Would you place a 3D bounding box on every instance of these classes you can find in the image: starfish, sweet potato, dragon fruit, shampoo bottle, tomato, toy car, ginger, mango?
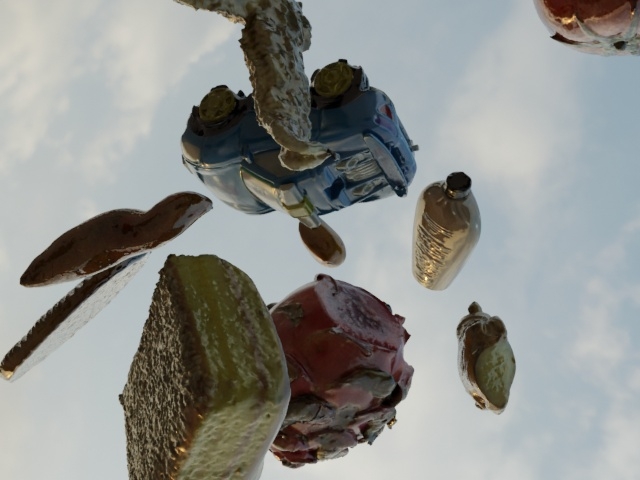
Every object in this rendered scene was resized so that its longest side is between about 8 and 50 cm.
[{"bbox_3d":[-0.111,-0.259,1.070,0.082,0.324,0.432,-43,-159,27],"label":"starfish"},{"bbox_3d":[-0.202,-0.004,1.010,0.202,0.055,0.058,-23,-103,-1],"label":"sweet potato"},{"bbox_3d":[-0.010,0.206,1.569,0.291,0.250,0.269,-59,-155,28],"label":"dragon fruit"},{"bbox_3d":[0.208,-0.019,1.721,0.078,0.257,0.127,-33,-117,-26],"label":"shampoo bottle"},{"bbox_3d":[0.447,-0.400,1.524,0.264,0.265,0.265,-15,-114,37],"label":"tomato"},{"bbox_3d":[-0.033,-0.102,1.316,0.314,0.198,0.166,-9,-123,18],"label":"toy car"},{"bbox_3d":[0.219,0.163,1.398,0.074,0.213,0.138,3,-86,-3],"label":"ginger"},{"bbox_3d":[0.000,0.000,1.829,0.060,0.080,0.114,-40,-100,-5],"label":"mango"}]

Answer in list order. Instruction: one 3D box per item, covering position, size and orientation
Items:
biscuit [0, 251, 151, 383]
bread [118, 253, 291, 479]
[{"bbox_3d":[-0.399,0.113,1.670,0.040,0.318,0.318,46,-69,0],"label":"biscuit"},{"bbox_3d":[-0.116,0.155,1.001,0.184,0.110,0.234,-111,-146,-40],"label":"bread"}]
